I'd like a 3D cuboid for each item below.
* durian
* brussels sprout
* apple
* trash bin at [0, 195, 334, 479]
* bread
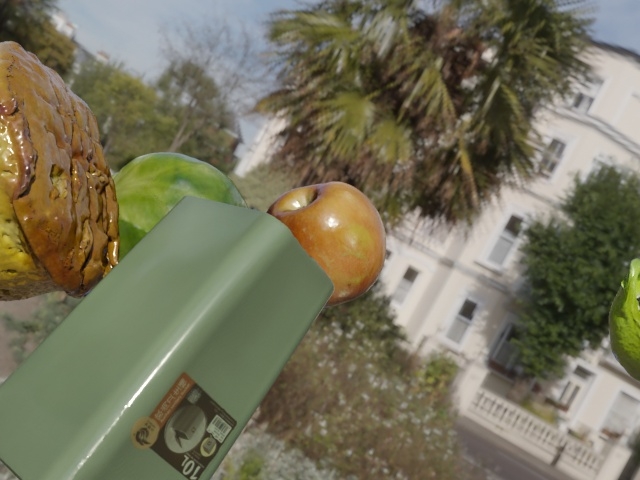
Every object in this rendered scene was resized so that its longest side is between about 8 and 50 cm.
[{"bbox_3d":[0.484,0.133,1.238,0.101,0.139,0.250,-10,-33,36],"label":"durian"},{"bbox_3d":[-0.302,0.005,1.552,0.354,0.282,0.289,-7,-28,10],"label":"brussels sprout"},{"bbox_3d":[0.000,0.000,1.621,0.253,0.254,0.253,29,-2,1],"label":"apple"},{"bbox_3d":[-0.169,0.124,0.879,0.223,0.343,0.158,15,-28,48],"label":"trash bin"},{"bbox_3d":[-0.440,-0.093,1.244,0.215,0.398,0.398,-16,0,4],"label":"bread"}]
